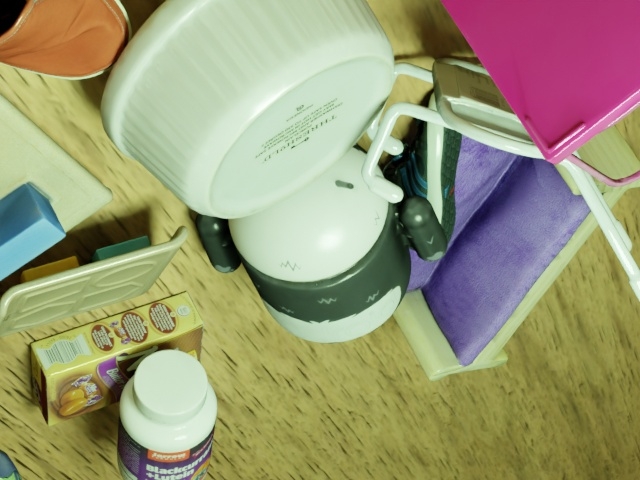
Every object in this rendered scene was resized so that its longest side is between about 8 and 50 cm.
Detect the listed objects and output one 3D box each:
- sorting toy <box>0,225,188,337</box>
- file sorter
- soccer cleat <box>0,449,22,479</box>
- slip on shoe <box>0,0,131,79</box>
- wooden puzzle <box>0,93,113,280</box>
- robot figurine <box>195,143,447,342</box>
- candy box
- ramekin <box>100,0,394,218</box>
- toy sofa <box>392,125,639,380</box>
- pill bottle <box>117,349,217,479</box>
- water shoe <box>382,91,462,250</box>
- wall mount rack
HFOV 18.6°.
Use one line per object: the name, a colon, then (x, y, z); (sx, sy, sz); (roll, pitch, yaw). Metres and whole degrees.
sorting toy: (-0.246, 0.045, 1.982); (0.208, 0.038, 0.193); (-21, 171, -21)
file sorter: (0.247, -0.221, 1.780); (0.202, 0.290, 0.182); (-38, 152, 17)
soccer cleat: (-0.461, 0.343, 2.218); (0.289, 0.121, 0.093); (-34, 151, 10)
slip on shoe: (-0.264, -0.190, 1.573); (0.123, 0.101, 0.331); (-40, 151, 15)
wooden puzzle: (-0.376, 0.005, 1.774); (0.322, 0.080, 0.348); (-34, 154, 5)
robot figurine: (0.002, -0.002, 2.034); (0.209, 0.173, 0.278); (-37, 152, -7)
candy box: (-0.225, 0.131, 2.164); (0.187, 0.053, 0.109); (-20, 150, -19)
ramekin: (-0.054, -0.136, 1.756); (0.273, 0.127, 0.273); (-34, 159, -15)
toy sofa: (0.191, -0.005, 2.212); (0.177, 0.150, 0.362); (-6, 144, -37)
pill bottle: (-0.170, 0.201, 2.157); (0.108, 0.108, 0.193); (-19, 152, -18)
water shoe: (0.103, -0.073, 2.102); (0.073, 0.080, 0.203); (-52, 150, -52)
wall mount rack: (0.194, -0.067, 1.893); (0.304, 0.350, 0.130); (20, 106, -3)
